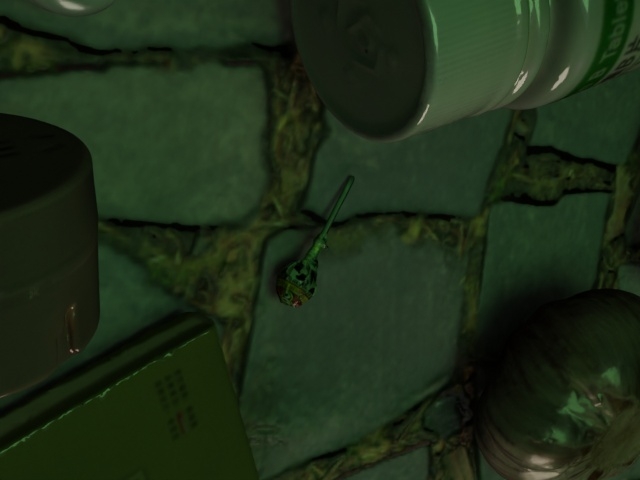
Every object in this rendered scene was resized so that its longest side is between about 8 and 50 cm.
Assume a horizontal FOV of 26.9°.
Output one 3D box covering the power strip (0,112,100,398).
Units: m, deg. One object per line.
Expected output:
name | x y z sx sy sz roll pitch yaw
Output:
power strip | -0.166 0.002 0.532 0.154 0.154 0.078 -17 119 -34

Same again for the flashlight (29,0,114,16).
flashlight | -0.166 -0.119 0.554 0.200 0.047 0.093 -26 122 -26

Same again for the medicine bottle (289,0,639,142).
medicine bottle | 0.110 -0.139 0.705 0.236 0.139 0.139 -23 120 -33

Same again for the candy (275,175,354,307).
candy | 0.000 0.000 0.753 0.025 0.023 0.083 38 71 -33

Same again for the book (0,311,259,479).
book | -0.175 0.213 0.681 0.352 0.035 0.239 -30 125 -27

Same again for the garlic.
garlic | 0.171 0.096 0.873 0.159 0.102 0.147 -26 136 -15
